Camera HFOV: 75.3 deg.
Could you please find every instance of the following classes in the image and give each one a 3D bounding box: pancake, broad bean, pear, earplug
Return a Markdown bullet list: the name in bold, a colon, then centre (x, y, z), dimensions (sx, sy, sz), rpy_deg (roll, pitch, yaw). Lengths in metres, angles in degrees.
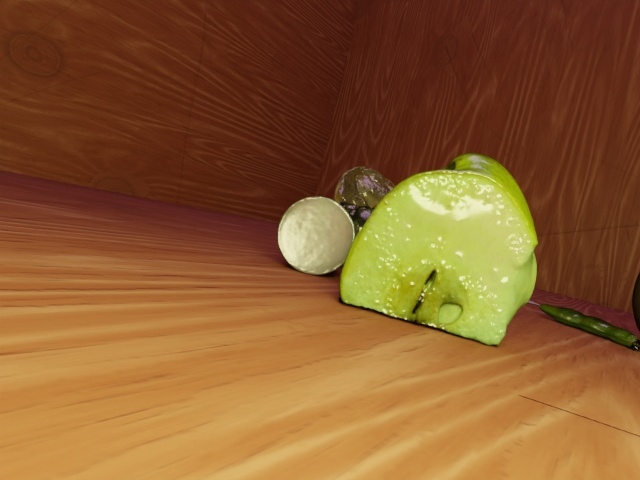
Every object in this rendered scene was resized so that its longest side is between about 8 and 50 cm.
- **pancake**: centre (0.217, -0.119, 1.600), dimensions (0.386, 0.387, 0.082), rpy_deg (12, -30, -25)
- **broad bean**: centre (0.670, 0.209, 1.029), dimensions (0.060, 0.043, 0.297), rpy_deg (2, 8, -18)
- **pear**: centre (0.197, -0.003, 0.676), dimensions (0.286, 0.282, 0.176), rpy_deg (14, 11, 11)
- **earplug**: centre (0.000, 0.000, 1.049), dimensions (0.172, 0.173, 0.301), rpy_deg (13, -3, 5)

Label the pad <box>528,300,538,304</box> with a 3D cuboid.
- **pad**: centre (0.678, 0.202, 1.552), dimensions (0.231, 0.004, 0.156), rpy_deg (13, 3, 6)

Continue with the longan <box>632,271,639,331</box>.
- **longan**: centre (0.832, 0.142, 0.885), dimensions (0.350, 0.289, 0.288), rpy_deg (22, -3, -37)

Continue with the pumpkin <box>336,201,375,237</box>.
- **pumpkin**: centre (0.126, -0.012, 1.315), dimensions (0.320, 0.193, 0.320), rpy_deg (16, -1, 0)

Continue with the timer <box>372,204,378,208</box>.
- **timer**: centre (0.340, -0.049, 1.531), dimensions (0.257, 0.250, 0.161), rpy_deg (-15, -26, -34)
